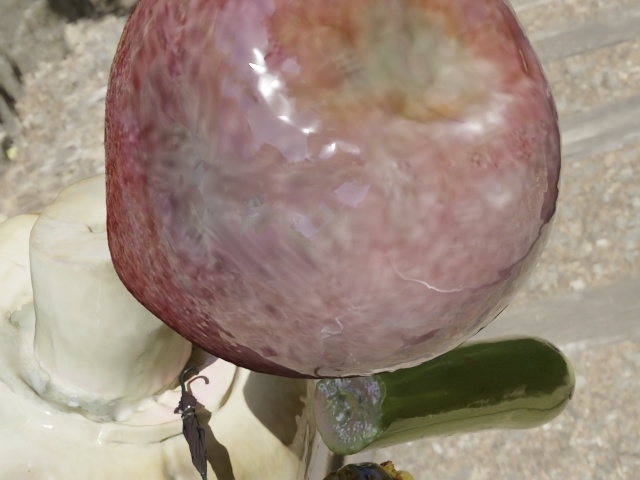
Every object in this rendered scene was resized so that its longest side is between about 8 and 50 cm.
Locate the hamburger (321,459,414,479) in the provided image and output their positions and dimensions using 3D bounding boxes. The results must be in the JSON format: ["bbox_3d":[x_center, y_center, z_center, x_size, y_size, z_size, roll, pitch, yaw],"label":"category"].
[{"bbox_3d":[0.049,0.396,1.603,0.183,0.130,0.206,-50,11,22],"label":"hamburger"}]

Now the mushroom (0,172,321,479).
[{"bbox_3d":[-0.182,0.109,0.907,0.325,0.353,0.353,15,46,45],"label":"mushroom"}]

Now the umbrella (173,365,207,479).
[{"bbox_3d":[-0.087,0.127,0.792,0.022,0.013,0.122,-33,32,11],"label":"umbrella"}]

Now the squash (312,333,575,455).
[{"bbox_3d":[0.110,0.119,0.913,0.250,0.083,0.083,-3,12,-41],"label":"squash"}]

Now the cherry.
[{"bbox_3d":[0.000,-0.043,0.583,0.206,0.239,0.239,-28,29,-24],"label":"cherry"}]
